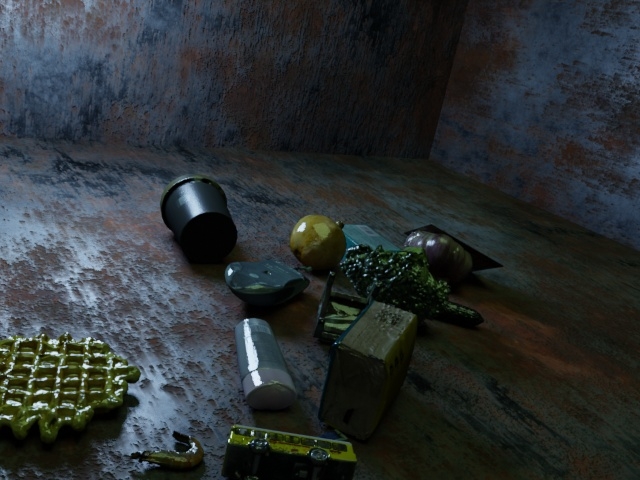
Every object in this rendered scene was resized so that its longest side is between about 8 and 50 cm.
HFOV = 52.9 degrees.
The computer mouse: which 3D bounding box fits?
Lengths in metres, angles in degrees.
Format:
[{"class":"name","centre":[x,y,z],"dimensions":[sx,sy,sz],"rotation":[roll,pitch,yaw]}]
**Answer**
[{"class":"computer mouse","centre":[-0.129,0.120,1.789],"dimensions":[0.167,0.090,0.379],"rotation":[29,19,27]}]

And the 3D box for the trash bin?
[{"class":"trash bin","centre":[-0.383,-0.082,2.021],"dimensions":[0.214,0.214,0.334],"rotation":[1,27,-28]}]

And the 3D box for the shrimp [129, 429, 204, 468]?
[{"class":"shrimp","centre":[-0.266,0.363,1.114],"dimensions":[0.127,0.025,0.091],"rotation":[8,19,-24]}]

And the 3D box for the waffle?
[{"class":"waffle","centre":[-0.511,0.263,1.206],"dimensions":[0.307,0.060,0.312],"rotation":[16,18,14]}]

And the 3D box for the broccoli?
[{"class":"broccoli","centre":[0.216,0.107,1.803],"dimensions":[0.288,0.247,0.245],"rotation":[59,32,1]}]

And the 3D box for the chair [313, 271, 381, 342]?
[{"class":"chair","centre":[0.057,0.199,1.643],"dimensions":[0.136,0.147,0.270],"rotation":[13,-24,-2]}]

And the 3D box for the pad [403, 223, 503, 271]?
[{"class":"pad","centre":[0.449,0.030,2.192],"dimensions":[0.299,0.005,0.202],"rotation":[29,-16,-14]}]

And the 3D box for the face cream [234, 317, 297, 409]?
[{"class":"face cream","centre":[-0.129,0.263,1.399],"dimensions":[0.107,0.073,0.269],"rotation":[1,22,-16]}]

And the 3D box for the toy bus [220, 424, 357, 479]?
[{"class":"toy bus","centre":[-0.054,0.377,1.111],"dimensions":[0.226,0.081,0.074],"rotation":[9,18,-6]}]

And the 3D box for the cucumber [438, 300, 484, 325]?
[{"class":"cucumber","centre":[0.356,0.201,1.881],"dimensions":[0.245,0.067,0.067],"rotation":[16,20,5]}]

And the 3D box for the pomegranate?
[{"class":"pomegranate","centre":[0.000,0.000,2.047],"dimensions":[0.196,0.196,0.196],"rotation":[10,19,-4]}]

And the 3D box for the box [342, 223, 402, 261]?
[{"class":"box","centre":[0.148,0.029,2.188],"dimensions":[0.153,0.092,0.245],"rotation":[1,23,-29]}]

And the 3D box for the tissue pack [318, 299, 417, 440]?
[{"class":"tissue pack","centre":[0.108,0.264,1.355],"dimensions":[0.133,0.192,0.271],"rotation":[16,20,18]}]

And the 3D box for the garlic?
[{"class":"garlic","centre":[0.380,0.069,2.116],"dimensions":[0.244,0.161,0.245],"rotation":[23,-6,2]}]

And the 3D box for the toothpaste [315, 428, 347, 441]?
[{"class":"toothpaste","centre":[-0.009,0.384,1.213],"dimensions":[0.139,0.021,0.037],"rotation":[-5,24,-43]}]
